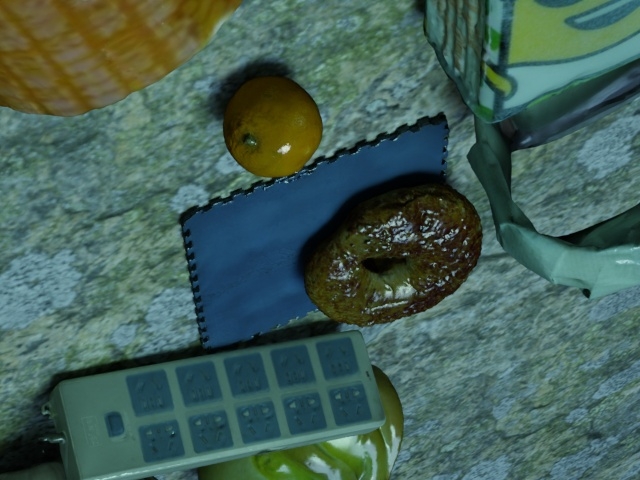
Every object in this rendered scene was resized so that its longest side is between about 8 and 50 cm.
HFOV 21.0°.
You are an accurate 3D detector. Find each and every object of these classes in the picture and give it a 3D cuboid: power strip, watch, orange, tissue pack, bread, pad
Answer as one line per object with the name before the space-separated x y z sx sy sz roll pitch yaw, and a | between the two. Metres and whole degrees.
power strip | -0.103 0.167 1.707 0.367 0.106 0.043 -9 163 -27
watch | 0.251 -0.085 1.486 0.253 0.241 0.162 -29 150 1
orange | -0.040 -0.091 1.389 0.083 0.084 0.083 -21 151 -13
tissue pack | 0.196 -0.250 1.287 0.228 0.128 0.311 -25 152 -10
bread | 0.074 0.019 1.662 0.193 0.064 0.193 -18 148 -11
bread | -0.038 0.243 1.859 0.156 0.158 0.261 3 136 -39
pad | 0.000 0.000 1.643 0.269 0.012 0.269 -21 151 -12

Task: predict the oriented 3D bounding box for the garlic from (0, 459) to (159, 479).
garlic | -0.241 0.339 1.729 0.245 0.253 0.245 -23 164 -7

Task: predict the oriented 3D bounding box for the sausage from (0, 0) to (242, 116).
sausage | -0.175 -0.228 0.899 0.233 0.233 0.287 -30 150 3
